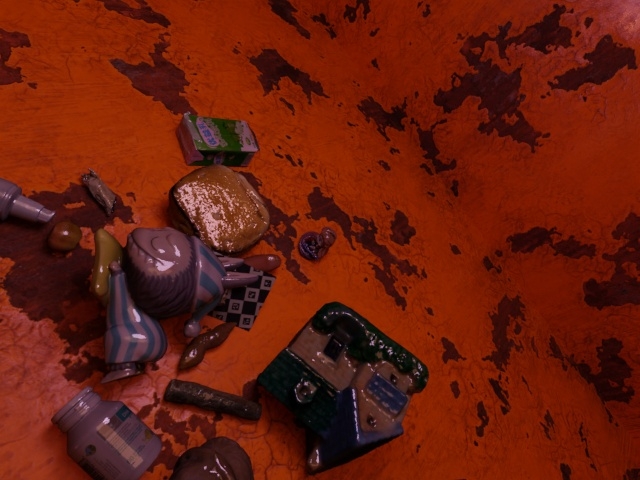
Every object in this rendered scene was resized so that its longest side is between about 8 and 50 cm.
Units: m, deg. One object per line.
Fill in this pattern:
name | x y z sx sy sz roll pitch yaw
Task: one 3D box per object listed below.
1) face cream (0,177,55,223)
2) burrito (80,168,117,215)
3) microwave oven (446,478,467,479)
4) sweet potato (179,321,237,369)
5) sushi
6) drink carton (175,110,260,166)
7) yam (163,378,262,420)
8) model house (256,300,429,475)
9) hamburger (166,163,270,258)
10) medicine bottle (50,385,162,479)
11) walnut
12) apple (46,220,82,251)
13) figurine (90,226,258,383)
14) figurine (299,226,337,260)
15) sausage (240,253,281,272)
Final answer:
face cream | -0.796 -0.104 0.997 0.251 0.101 0.101 26 48 -24
burrito | -0.645 -0.144 1.190 0.055 0.041 0.149 -38 92 -33
microwave oven | 0.320 0.943 1.083 0.432 0.236 0.375 -27 80 -46
sweet potato | -0.320 0.287 1.150 0.065 0.051 0.218 47 42 3
sushi | -0.286 0.142 1.202 0.279 0.043 0.193 28 86 -21
drink carton | -0.380 -0.372 1.513 0.271 0.108 0.161 -8 67 -42
yam | -0.279 0.429 1.082 0.274 0.061 0.061 26 48 -24
model house | 0.036 0.430 1.151 0.382 0.335 0.342 41 41 5
hamburger | -0.332 -0.089 1.309 0.284 0.174 0.305 -30 83 -44
medicine bottle | -0.464 0.424 0.876 0.215 0.135 0.135 47 43 -4
walnut | -0.247 0.559 0.899 0.224 0.224 0.224 21 50 -27
apple | -0.664 -0.009 1.054 0.071 0.084 0.084 29 47 -32
figurine | -0.342 0.136 1.017 0.377 0.266 0.362 -7 76 -10
figurine | 0.003 0.006 1.549 0.114 0.157 0.126 40 34 -41
sausage | -0.254 0.095 1.318 0.304 0.078 0.078 -18 74 -44
